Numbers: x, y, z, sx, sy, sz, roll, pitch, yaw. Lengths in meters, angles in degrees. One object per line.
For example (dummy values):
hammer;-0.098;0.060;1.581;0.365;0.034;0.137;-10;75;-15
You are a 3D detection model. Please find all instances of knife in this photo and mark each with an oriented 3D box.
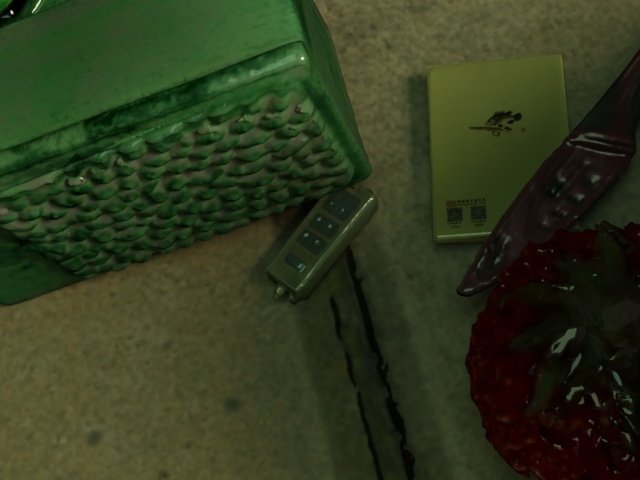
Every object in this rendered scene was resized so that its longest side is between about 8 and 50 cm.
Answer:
knife;0.155;-0.056;0.595;0.035;0.018;0.247;39;74;11

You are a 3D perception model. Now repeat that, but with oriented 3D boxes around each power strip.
power strip;0.000;0.000;0.613;0.027;0.017;0.083;31;74;25

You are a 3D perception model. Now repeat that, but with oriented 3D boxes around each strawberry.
strawberry;0.138;0.058;0.518;0.145;0.086;0.145;-1;61;3

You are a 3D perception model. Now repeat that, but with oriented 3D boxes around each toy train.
toy train;-0.112;-0.100;0.605;0.266;0.145;0.201;-19;64;10

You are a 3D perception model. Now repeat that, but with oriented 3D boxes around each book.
book;0.099;-0.051;0.615;0.077;0.014;0.111;-3;66;9
